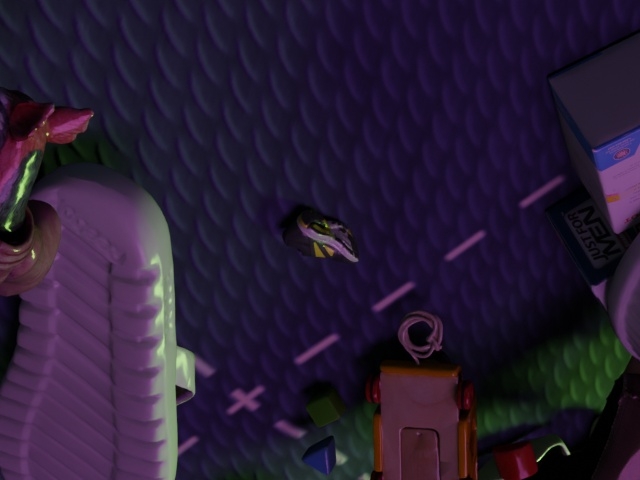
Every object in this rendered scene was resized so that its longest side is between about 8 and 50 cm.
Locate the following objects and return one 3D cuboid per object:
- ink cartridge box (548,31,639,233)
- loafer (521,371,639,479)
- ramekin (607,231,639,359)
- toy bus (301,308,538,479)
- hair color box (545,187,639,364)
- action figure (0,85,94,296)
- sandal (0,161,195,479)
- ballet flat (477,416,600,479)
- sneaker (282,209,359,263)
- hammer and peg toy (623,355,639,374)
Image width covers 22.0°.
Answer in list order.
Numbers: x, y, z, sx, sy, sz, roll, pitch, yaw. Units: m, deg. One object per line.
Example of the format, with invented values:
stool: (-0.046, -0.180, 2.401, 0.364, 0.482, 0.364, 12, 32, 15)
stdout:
ink cartridge box: (0.259, -0.083, 1.373, 0.092, 0.090, 0.143, -26, 144, 0)
loafer: (0.237, 0.263, 1.577, 0.130, 0.134, 0.366, 33, 105, -6)
ramekin: (0.394, 0.052, 1.408, 0.273, 0.127, 0.273, -14, 140, -12)
toy bus: (0.102, 0.172, 1.571, 0.202, 0.191, 0.104, -44, -177, 22)
hair color box: (0.396, -0.042, 1.488, 0.347, 0.105, 0.174, -32, 140, 7)
action figure: (-0.294, 0.018, 1.046, 0.370, 0.275, 0.248, -31, 139, 29)
sandal: (-0.166, 0.098, 1.325, 0.102, 0.169, 0.416, -49, 163, -43)
ballet flat: (0.274, 0.260, 1.794, 0.342, 0.116, 0.124, -11, 120, -13)
sneaker: (0.000, 0.000, 1.377, 0.035, 0.031, 0.083, -29, 141, 27)
hammer and peg toy: (0.462, 0.214, 1.623, 0.127, 0.361, 0.266, -36, 150, -64)
